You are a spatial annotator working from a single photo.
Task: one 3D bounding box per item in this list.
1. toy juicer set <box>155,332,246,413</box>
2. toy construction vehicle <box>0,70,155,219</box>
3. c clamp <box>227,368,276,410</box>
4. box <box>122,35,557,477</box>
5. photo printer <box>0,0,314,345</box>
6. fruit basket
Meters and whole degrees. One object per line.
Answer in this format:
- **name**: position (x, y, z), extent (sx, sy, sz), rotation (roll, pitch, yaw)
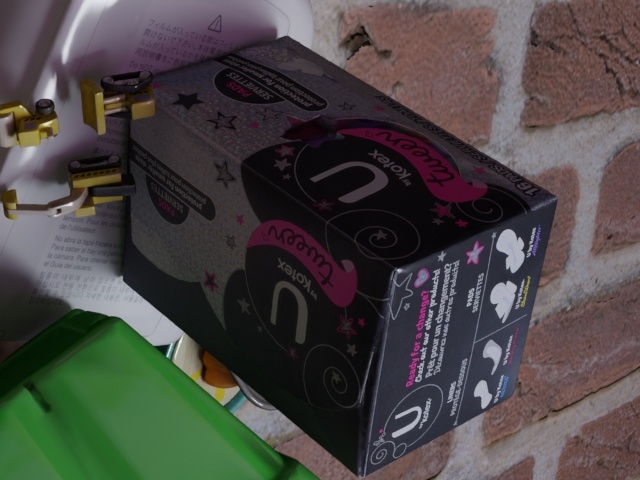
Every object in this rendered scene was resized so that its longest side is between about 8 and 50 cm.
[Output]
- **toy juicer set**: position (-0.089, 0.123, 1.241), extent (0.329, 0.089, 0.209), rotation (-32, 131, -42)
- **toy construction vehicle**: position (-0.145, -0.054, 0.885), extent (0.098, 0.035, 0.086), rotation (-10, 132, -17)
- **c clamp**: position (-0.046, 0.051, 1.200), extent (0.137, 0.022, 0.160), rotation (-35, 103, -47)
- **box**: position (0.000, 0.000, 0.925), extent (0.142, 0.247, 0.163), rotation (-24, 135, -37)
- **photo printer**: position (-0.143, -0.080, 1.002), extent (0.256, 0.107, 0.307), rotation (6, 113, -53)
- **fruit basket**: position (-0.153, 0.270, 0.916), extent (0.392, 0.283, 0.392), rotation (0, 89, -18)
